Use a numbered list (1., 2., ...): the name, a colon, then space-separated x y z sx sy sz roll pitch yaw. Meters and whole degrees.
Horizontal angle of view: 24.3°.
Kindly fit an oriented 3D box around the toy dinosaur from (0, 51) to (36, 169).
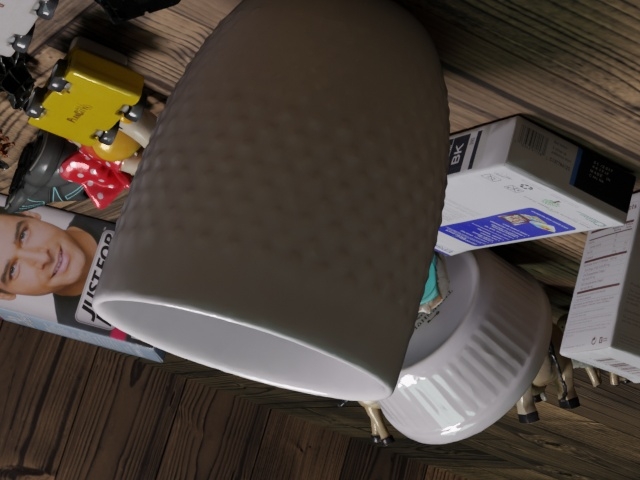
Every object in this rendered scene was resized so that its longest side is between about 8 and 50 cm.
1. toy dinosaur: -0.452 -0.187 1.757 0.218 0.164 0.322 25 -170 29

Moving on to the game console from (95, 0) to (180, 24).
1. game console: -0.199 -0.261 1.384 0.107 0.071 0.122 -17 160 5

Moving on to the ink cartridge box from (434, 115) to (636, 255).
1. ink cartridge box: 0.176 -0.053 1.642 0.165 0.065 0.333 23 162 -25

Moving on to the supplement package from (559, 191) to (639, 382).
1. supplement package: 0.346 0.052 1.612 0.105 0.179 0.105 21 164 -17

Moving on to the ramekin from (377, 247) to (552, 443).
1. ramekin: 0.154 0.115 1.920 0.273 0.272 0.127 -1 145 48

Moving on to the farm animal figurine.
1. farm animal figurine: 0.231 0.162 2.102 0.330 0.172 0.327 -19 -173 -37

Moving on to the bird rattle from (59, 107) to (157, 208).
1. bird rattle: -0.237 -0.126 1.799 0.254 0.143 0.207 21 160 39

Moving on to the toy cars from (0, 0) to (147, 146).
1. toy cars: -0.277 -0.211 1.521 0.177 0.087 0.393 6 160 19

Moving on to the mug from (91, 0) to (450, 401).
1. mug: -0.044 -0.048 1.373 0.276 0.328 0.374 23 165 -22

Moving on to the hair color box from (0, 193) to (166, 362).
1. hair color box: -0.415 0.056 2.436 0.375 0.185 0.113 14 166 7

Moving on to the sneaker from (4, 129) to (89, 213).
1. sneaker: -0.367 -0.080 2.055 0.106 0.101 0.267 19 166 -18

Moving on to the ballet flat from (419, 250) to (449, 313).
1. ballet flat: 0.000 0.000 1.946 0.409 0.147 0.147 14 166 27
